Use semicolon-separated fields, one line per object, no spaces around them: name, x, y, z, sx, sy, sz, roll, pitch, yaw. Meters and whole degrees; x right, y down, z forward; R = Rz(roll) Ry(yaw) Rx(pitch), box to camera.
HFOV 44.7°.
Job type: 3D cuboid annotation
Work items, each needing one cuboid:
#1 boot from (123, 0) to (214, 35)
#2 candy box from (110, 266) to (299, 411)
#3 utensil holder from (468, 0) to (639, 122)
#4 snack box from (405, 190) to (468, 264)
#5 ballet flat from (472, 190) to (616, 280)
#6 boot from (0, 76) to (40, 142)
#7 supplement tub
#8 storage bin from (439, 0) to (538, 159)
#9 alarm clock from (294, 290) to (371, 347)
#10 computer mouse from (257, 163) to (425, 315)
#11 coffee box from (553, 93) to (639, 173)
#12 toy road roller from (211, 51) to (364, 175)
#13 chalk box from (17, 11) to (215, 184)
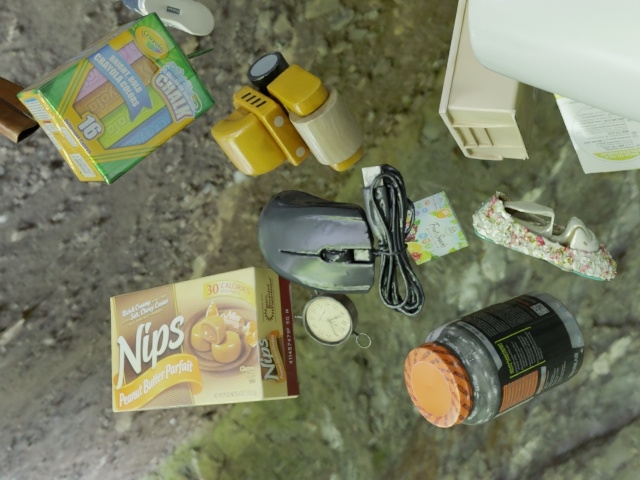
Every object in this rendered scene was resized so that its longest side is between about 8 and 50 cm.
boot;-0.317;-0.486;1.641;0.190;0.086;0.069;10;102;-49
candy box;-0.183;0.155;1.164;0.316;0.183;0.087;-13;165;37
utensil holder;0.385;-0.258;0.764;0.327;0.385;0.328;-42;145;-39
snack box;0.191;-0.019;1.351;0.100;0.037;0.141;-23;145;13
ballet flat;0.349;-0.008;1.177;0.091;0.241;0.077;-78;-172;-57
boot;-0.679;-0.350;1.633;0.096;0.280;0.264;-60;-175;39
supplement tub;0.349;0.241;1.573;0.338;0.207;0.207;-16;154;-31
storage bin;0.314;-0.299;1.365;0.260;0.123;0.262;31;68;-67
alarm clock;0.041;0.195;1.868;0.129;0.192;0.064;-59;169;28
computer mouse;0.000;0.000;0.976;0.072;0.188;0.272;-25;-160;-38
coffee box;0.586;-0.350;1.282;0.338;0.334;0.338;-4;-138;40
toy road roller;-0.086;-0.243;1.712;0.240;0.329;0.202;-43;129;-7
chalk box;-0.226;-0.183;0.934;0.213;0.132;0.132;-43;-156;-21
